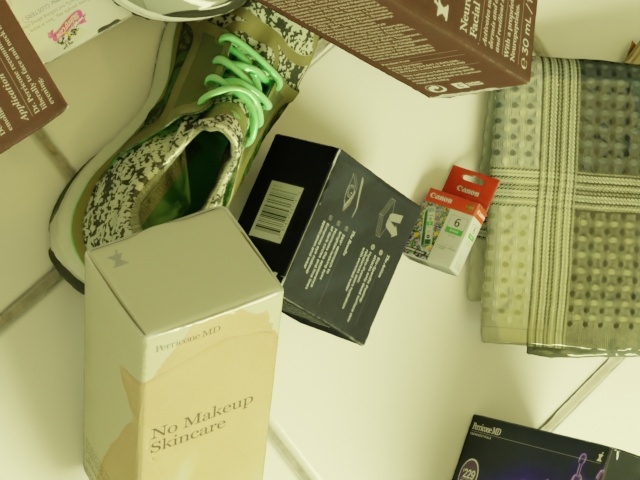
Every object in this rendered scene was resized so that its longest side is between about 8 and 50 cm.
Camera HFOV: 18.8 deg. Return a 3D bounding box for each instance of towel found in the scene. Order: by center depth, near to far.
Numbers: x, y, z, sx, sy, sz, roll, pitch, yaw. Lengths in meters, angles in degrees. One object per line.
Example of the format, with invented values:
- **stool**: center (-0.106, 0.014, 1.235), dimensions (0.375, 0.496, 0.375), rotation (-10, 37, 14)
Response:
- **towel**: center (0.321, -0.030, 2.082), dimensions (0.312, 0.056, 0.324), rotation (4, 87, -8)

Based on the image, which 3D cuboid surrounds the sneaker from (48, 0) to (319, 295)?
- **sneaker**: center (-0.093, -0.115, 1.845), dimensions (0.158, 0.182, 0.410), rotation (34, 77, -24)

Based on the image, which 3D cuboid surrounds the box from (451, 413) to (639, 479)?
- **box**: center (0.233, 0.292, 1.984), dimensions (0.103, 0.261, 0.184), rotation (25, 81, -25)

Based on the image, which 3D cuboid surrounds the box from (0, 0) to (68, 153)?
- **box**: center (-0.369, -0.126, 1.690), dimensions (0.203, 0.167, 0.168), rotation (-37, 105, -33)

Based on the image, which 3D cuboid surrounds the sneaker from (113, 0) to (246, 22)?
- **sneaker**: center (-0.176, -0.274, 1.760), dimensions (0.272, 0.108, 0.100), rotation (20, 79, -29)

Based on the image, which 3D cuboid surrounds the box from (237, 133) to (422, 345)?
- **box**: center (0.000, 0.000, 1.919), dimensions (0.158, 0.093, 0.156), rotation (34, 77, -48)

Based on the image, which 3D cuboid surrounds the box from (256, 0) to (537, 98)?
- **box**: center (0.055, -0.292, 1.853), dimensions (0.381, 0.143, 0.191), rotation (22, 70, -45)

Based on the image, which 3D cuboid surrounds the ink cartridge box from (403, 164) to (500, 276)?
- **ink cartridge box**: center (0.137, -0.026, 2.029), dimensions (0.115, 0.063, 0.029), rotation (-65, 150, -10)

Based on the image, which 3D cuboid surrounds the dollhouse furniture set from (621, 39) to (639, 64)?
- **dollhouse furniture set**: center (0.392, -0.159, 2.175), dimensions (0.152, 0.058, 0.076), rotation (36, 84, -4)

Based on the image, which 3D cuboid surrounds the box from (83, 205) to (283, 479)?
- **box**: center (-0.132, 0.131, 1.779), dimensions (0.148, 0.121, 0.311), rotation (-20, 141, -23)

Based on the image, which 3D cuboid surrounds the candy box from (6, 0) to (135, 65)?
- **candy box**: center (-0.285, -0.263, 1.804), dimensions (0.165, 0.070, 0.196), rotation (-33, 106, -22)
